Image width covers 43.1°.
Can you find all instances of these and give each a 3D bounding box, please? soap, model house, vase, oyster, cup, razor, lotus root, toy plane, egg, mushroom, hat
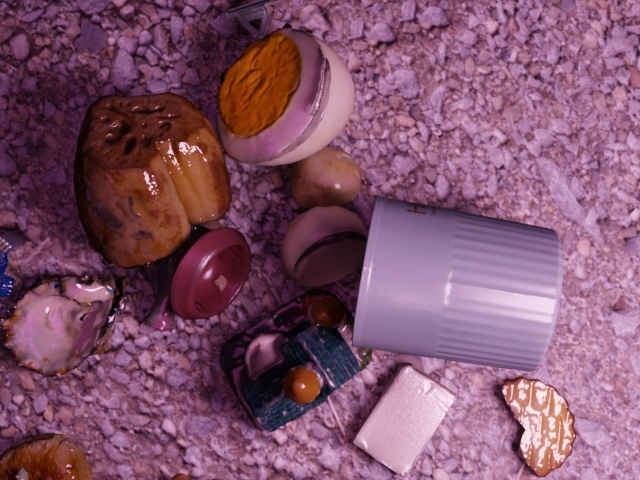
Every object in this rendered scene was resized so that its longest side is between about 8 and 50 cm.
[{"bbox_3d":[0.155,0.329,1.502,0.121,0.064,0.183,34,84,8],"label":"soap"},{"bbox_3d":[-0.049,0.208,1.428,0.271,0.301,0.190,-30,86,-3],"label":"model house"},{"bbox_3d":[-0.284,0.069,1.574,0.086,0.086,0.214,17,85,7],"label":"vase"},{"bbox_3d":[-0.491,0.146,1.570,0.259,0.092,0.198,-40,79,5],"label":"oyster"},{"bbox_3d":[0.223,0.095,1.385,0.311,0.331,0.257,9,58,5],"label":"cup"},{"bbox_3d":[-0.104,-0.356,1.660,0.111,0.056,0.278,-17,86,2],"label":"razor"},{"bbox_3d":[-0.310,-0.119,1.483,0.316,0.250,0.316,-3,49,3],"label":"lotus root"},{"bbox_3d":[-0.531,0.447,1.443,0.080,0.033,0.083,-11,85,23],"label":"toy plane"},{"bbox_3d":[-0.059,-0.252,1.542,0.286,0.174,0.264,-20,65,30],"label":"egg"},{"bbox_3d":[0.009,-0.118,1.570,0.148,0.112,0.148,1,47,-1],"label":"mushroom"},{"bbox_3d":[-0.215,0.056,1.514,0.089,0.205,0.205,30,82,26],"label":"hat"}]

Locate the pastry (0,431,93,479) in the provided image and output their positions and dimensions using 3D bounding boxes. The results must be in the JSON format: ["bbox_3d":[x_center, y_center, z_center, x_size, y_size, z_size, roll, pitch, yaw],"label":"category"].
[{"bbox_3d":[-0.516,0.459,1.504,0.182,0.093,0.193,-21,86,5],"label":"pastry"}]

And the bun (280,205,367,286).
[{"bbox_3d":[0.000,0.000,1.524,0.172,0.173,0.120,-27,59,-2],"label":"bun"}]

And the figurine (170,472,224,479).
[{"bbox_3d":[-0.235,0.495,1.406,0.193,0.274,0.133,18,103,32],"label":"figurine"}]

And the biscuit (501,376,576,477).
[{"bbox_3d":[0.405,0.335,1.488,0.118,0.061,0.183,-16,81,-1],"label":"biscuit"}]

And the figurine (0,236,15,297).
[{"bbox_3d":[-0.663,0.029,1.519,0.120,0.262,0.164,-20,64,-8],"label":"figurine"}]
